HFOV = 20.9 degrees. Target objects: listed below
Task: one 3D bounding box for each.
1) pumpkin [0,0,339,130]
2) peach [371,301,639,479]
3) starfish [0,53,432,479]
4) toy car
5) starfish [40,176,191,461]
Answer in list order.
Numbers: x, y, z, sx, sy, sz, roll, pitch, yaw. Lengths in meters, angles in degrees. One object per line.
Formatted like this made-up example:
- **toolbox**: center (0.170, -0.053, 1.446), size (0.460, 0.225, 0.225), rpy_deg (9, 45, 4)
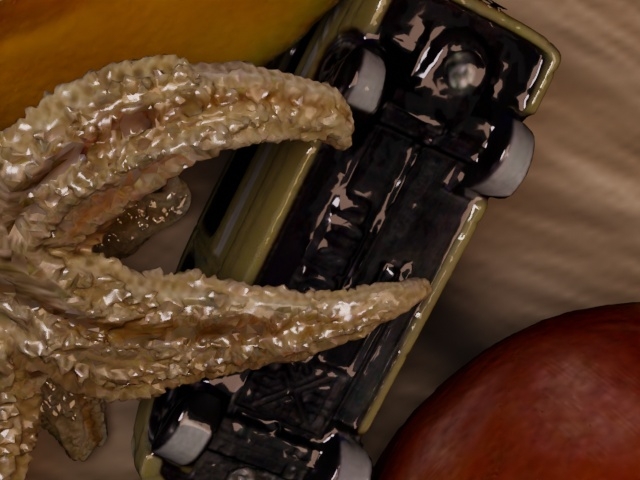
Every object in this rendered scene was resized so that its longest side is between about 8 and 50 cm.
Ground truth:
- **pumpkin**: center (-0.160, -0.134, 0.683), size (0.312, 0.169, 0.148), rpy_deg (6, 138, -41)
- **peach**: center (0.138, 0.194, 0.793), size (0.332, 0.308, 0.308), rpy_deg (-37, 114, 3)
- **starfish**: center (-0.128, 0.035, 0.661), size (0.299, 0.060, 0.302), rpy_deg (25, 108, -32)
- **toy car**: center (0.000, 0.000, 0.774), size (0.101, 0.124, 0.256), rpy_deg (23, 100, -23)
- **starfish**: center (-0.137, 0.042, 0.757), size (0.210, 0.053, 0.150), rpy_deg (-40, 118, -14)
